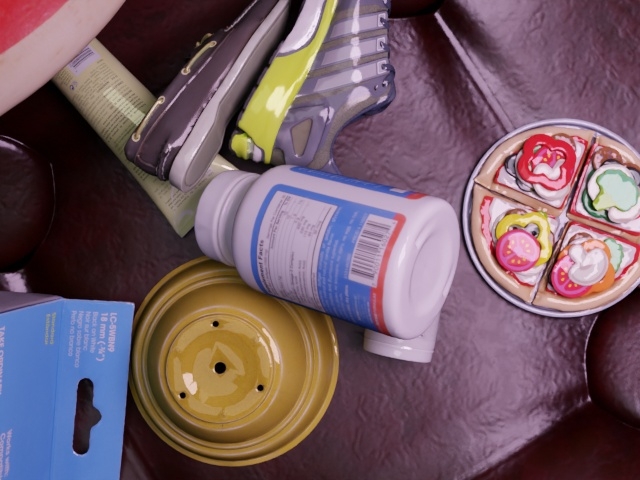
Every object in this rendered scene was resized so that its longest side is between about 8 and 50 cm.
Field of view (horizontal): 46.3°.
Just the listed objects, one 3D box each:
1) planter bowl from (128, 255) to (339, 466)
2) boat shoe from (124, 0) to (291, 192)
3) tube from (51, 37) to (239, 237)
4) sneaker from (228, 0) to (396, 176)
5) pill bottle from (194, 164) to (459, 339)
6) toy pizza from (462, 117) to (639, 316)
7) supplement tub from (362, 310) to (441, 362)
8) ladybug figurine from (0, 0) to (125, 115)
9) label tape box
[{"bbox_3d":[-0.090,0.117,0.717,0.217,0.090,0.217,0,87,1],"label":"planter bowl"},{"bbox_3d":[-0.101,-0.155,0.708,0.069,0.081,0.227,26,69,6],"label":"boat shoe"},{"bbox_3d":[-0.190,-0.119,0.749,0.240,0.070,0.062,46,53,0],"label":"tube"},{"bbox_3d":[0.031,-0.189,0.731,0.121,0.111,0.300,29,96,-4],"label":"sneaker"},{"bbox_3d":[0.000,0.000,0.669,0.221,0.124,0.124,17,87,31],"label":"pill bottle"},{"bbox_3d":[0.244,-0.024,0.745,0.201,0.032,0.201,0,87,1],"label":"toy pizza"},{"bbox_3d":[0.083,0.059,0.725,0.071,0.071,0.107,10,89,2],"label":"supplement tub"},{"bbox_3d":[-0.336,-0.259,0.667,0.449,0.162,0.305,-47,64,-4],"label":"ladybug figurine"},{"bbox_3d":[-0.349,0.166,0.665,0.334,0.106,0.240,5,96,-10],"label":"label tape box"}]
